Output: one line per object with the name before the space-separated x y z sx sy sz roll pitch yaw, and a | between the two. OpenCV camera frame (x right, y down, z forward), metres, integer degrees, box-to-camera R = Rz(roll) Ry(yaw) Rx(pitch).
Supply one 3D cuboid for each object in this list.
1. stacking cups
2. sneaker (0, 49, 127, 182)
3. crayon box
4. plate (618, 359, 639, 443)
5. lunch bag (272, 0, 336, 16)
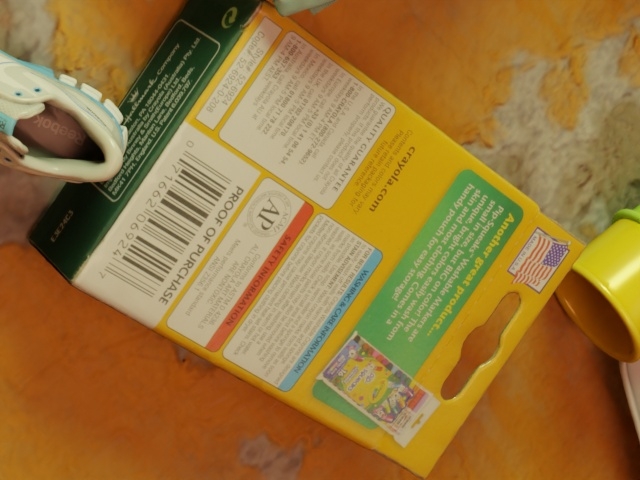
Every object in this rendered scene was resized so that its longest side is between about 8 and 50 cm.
stacking cups | 0.313 -0.041 1.353 0.316 0.096 0.096 -39 125 -16
sneaker | -0.191 -0.081 1.009 0.190 0.083 0.071 20 98 -17
crayon box | 0.000 0.000 1.177 0.323 0.083 0.203 33 92 -36
plate | 0.364 0.127 1.474 0.277 0.045 0.278 -28 123 -17
lunch bag | 0.019 -0.283 1.013 0.262 0.160 0.223 -41 119 -10
